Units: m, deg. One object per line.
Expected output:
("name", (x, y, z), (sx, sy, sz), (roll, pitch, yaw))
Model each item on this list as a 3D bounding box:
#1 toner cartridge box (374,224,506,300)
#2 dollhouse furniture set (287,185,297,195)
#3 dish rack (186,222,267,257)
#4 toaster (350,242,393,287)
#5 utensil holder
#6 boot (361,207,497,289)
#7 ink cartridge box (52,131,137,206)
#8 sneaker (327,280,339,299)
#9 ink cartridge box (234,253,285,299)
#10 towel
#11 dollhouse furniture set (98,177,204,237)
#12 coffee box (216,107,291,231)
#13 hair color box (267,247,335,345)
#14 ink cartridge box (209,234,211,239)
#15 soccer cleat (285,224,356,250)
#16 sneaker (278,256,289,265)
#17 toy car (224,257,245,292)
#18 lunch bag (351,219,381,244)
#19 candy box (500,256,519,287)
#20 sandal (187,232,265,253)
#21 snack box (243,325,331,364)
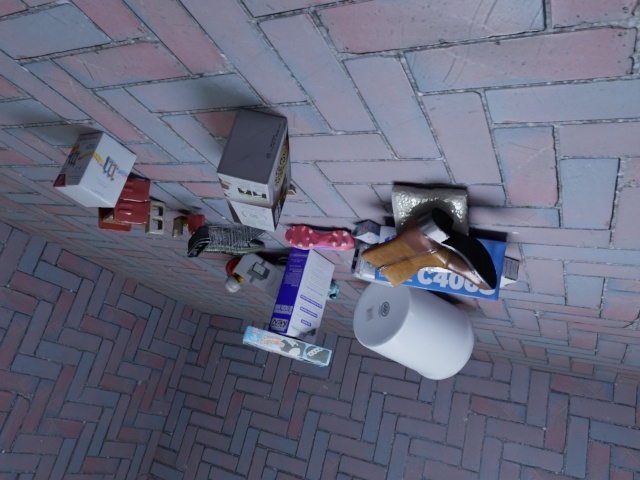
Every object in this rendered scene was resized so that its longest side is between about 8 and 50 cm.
("toner cartridge box", (0.338, 0.059, 1.429), (0.348, 0.165, 0.075), (8, -175, 18))
("dollhouse furniture set", (-0.135, -0.125, 1.406), (0.114, 0.081, 0.091), (3, 158, 30))
("dish rack", (-0.325, -0.005, 1.773), (0.272, 0.074, 0.208), (-3, 166, -28))
("toaster", (0.184, 0.076, 1.635), (0.146, 0.129, 0.227), (14, -179, -2))
("utensil holder", (0.371, 0.343, 2.005), (0.385, 0.327, 0.328), (30, 156, -32))
("boot", (0.275, 0.072, 1.292), (0.264, 0.096, 0.280), (38, 139, -13))
("ink cartridge box", (-0.641, -0.200, 1.429), (0.128, 0.176, 0.127), (2, 155, 32))
("sneaker", (0.021, 0.254, 2.340), (0.122, 0.110, 0.283), (11, 161, 2))
("ink cartridge box", (-0.203, 0.172, 2.121), (0.273, 0.114, 0.198), (28, 171, 35))
("towel", (0.289, -0.025, 1.294), (0.187, 0.049, 0.282), (5, 135, 22))
("dollhouse furniture set", (-0.561, -0.106, 1.748), (0.374, 0.152, 0.201), (7, 169, -38))
("coffee box", (-0.149, -0.155, 1.199), (0.119, 0.168, 0.297), (14, 161, 3))
("hair color box", (-0.069, 0.217, 1.933), (0.110, 0.338, 0.185), (0, 156, 36))
("ink cartridge box", (-0.492, -0.001, 2.116), (0.063, 0.029, 0.115), (16, 162, -4))
("soccer cleat", (0.000, 0.000, 1.675), (0.248, 0.083, 0.095), (3, 163, 25))
("sneaker", (-0.105, 0.121, 2.100), (0.170, 0.074, 0.063), (24, 159, -25))
("toy car", (-0.382, 0.147, 2.318), (0.136, 0.159, 0.182), (52, 156, -2))
("lunch bag", (0.145, -0.023, 1.535), (0.071, 0.053, 0.083), (24, 150, -31))
("candy box", (0.469, 0.081, 1.556), (0.233, 0.071, 0.159), (18, 161, -7))
("sandal", (-0.354, 0.009, 1.927), (0.303, 0.086, 0.120), (6, 171, -25))
("snack box", (-0.131, 0.402, 1.883), (0.322, 0.060, 0.187), (18, 162, -3))
